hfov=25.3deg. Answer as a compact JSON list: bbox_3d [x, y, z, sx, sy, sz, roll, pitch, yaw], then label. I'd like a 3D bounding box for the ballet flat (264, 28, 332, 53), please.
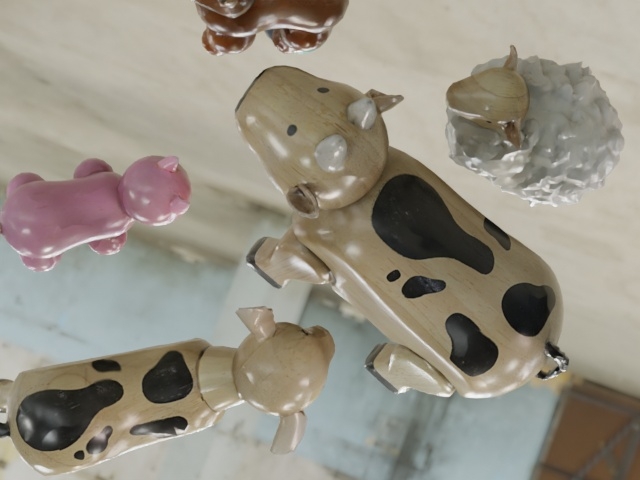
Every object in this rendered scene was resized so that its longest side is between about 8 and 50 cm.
[{"bbox_3d":[-0.047,-0.234,1.088,0.074,0.074,0.203,32,-152,-61],"label":"ballet flat"}]

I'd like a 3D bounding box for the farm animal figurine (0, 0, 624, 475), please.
[{"bbox_3d":[0.000,0.000,0.763,0.327,0.330,0.172,24,168,-18],"label":"farm animal figurine"}]
